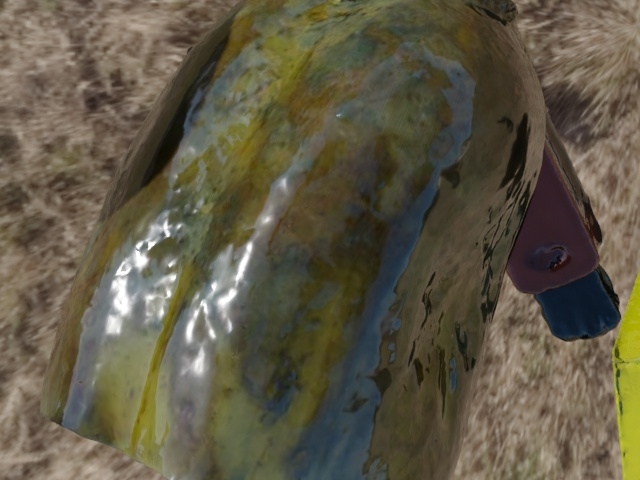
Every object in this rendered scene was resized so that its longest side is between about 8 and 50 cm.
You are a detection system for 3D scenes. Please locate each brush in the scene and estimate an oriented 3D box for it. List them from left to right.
[{"bbox_3d":[0.133,-0.065,0.934,0.070,0.051,0.323,-21,105,25],"label":"brush"}]

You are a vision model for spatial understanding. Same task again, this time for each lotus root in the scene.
[{"bbox_3d":[0.000,0.000,0.763,0.250,0.250,0.346,23,87,9],"label":"lotus root"}]

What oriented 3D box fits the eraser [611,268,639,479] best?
[{"bbox_3d":[0.135,0.074,0.459,0.045,0.097,0.122,0,112,24],"label":"eraser"}]
